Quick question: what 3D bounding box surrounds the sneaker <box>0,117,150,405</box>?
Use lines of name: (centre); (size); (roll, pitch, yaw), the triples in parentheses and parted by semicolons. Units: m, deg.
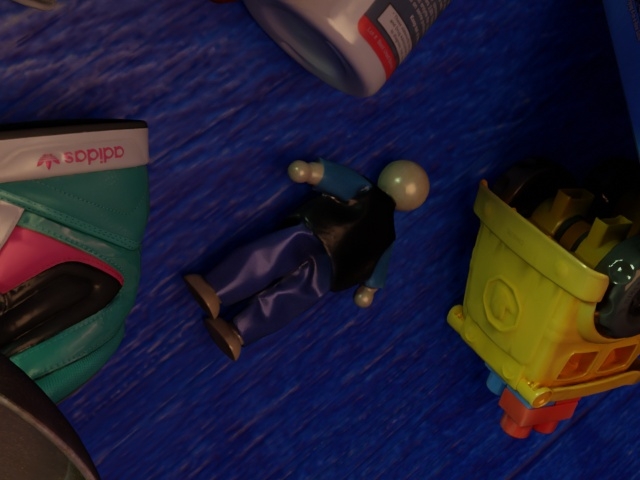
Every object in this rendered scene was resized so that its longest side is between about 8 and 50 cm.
sneaker: (-0.224, 0.036, 0.525); (0.295, 0.124, 0.178); (-10, 103, -30)

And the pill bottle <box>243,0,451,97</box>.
pill bottle: (0.045, -0.187, 0.612); (0.180, 0.108, 0.108); (-51, 125, -6)

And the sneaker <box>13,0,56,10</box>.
sneaker: (-0.181, -0.117, 0.462); (0.153, 0.099, 0.282); (33, 62, -39)

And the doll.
doll: (0.000, 0.000, 0.689); (0.189, 0.046, 0.129); (-33, 122, -18)

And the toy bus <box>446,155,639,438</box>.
toy bus: (0.215, 0.056, 0.793); (0.220, 0.149, 0.211); (-5, 123, -33)

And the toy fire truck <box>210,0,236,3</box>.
toy fire truck: (0.015, -0.264, 0.447); (0.169, 0.254, 0.302); (49, 49, -29)

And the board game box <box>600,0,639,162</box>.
board game box: (0.339, -0.077, 0.735); (0.308, 0.086, 0.302); (24, 50, -36)

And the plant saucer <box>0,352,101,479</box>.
plant saucer: (-0.248, 0.097, 0.475); (0.310, 0.050, 0.310); (2, 139, 2)
